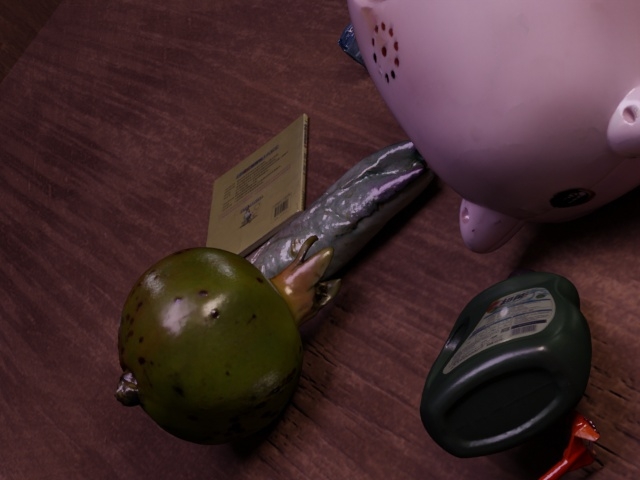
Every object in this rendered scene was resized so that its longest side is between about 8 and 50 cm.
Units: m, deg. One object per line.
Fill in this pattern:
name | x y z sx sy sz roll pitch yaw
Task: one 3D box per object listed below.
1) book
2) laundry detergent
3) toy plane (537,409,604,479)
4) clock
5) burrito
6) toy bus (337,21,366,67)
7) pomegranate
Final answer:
book | -0.080 -0.055 1.708 0.168 0.013 0.192 -35 32 29
laundry detergent | 0.147 0.083 1.111 0.144 0.078 0.221 -31 14 18
toy plane | 0.130 0.209 1.035 0.194 0.077 0.126 -52 31 -17
clock | 0.176 -0.207 1.202 0.368 0.251 0.376 -34 51 47
burrito | -0.001 0.001 1.473 0.309 0.066 0.096 -42 34 18
toy bus | 0.092 -0.283 1.666 0.166 0.065 0.047 -49 28 9
pomegranate | -0.093 0.082 1.377 0.246 0.198 0.198 -51 28 8
